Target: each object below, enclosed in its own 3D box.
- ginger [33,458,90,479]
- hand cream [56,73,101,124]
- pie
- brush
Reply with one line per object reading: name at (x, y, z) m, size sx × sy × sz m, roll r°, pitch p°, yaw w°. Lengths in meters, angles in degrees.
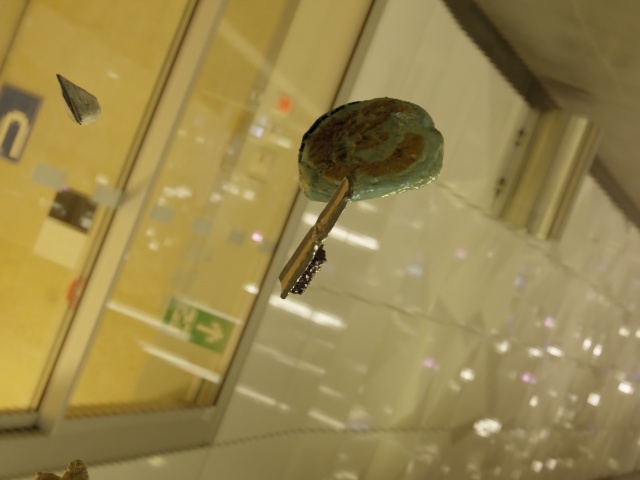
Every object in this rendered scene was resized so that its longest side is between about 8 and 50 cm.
ginger at (-0.206, 0.265, 1.114) m, size 0.205 × 0.081 × 0.115 m, roll 4°, pitch -141°, yaw 16°
hand cream at (-0.277, -0.153, 1.428) m, size 0.039 × 0.061 × 0.143 m, roll -22°, pitch -179°, yaw -2°
pie at (0.072, -0.132, 1.916) m, size 0.240 × 0.240 × 0.054 m, roll 22°, pitch 147°, yaw 35°
brush at (0.000, 0.000, 1.631) m, size 0.036 × 0.043 × 0.248 m, roll 6°, pitch 144°, yaw -21°
